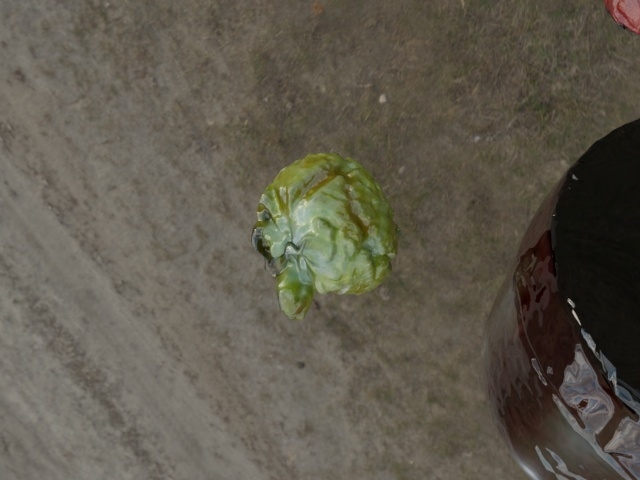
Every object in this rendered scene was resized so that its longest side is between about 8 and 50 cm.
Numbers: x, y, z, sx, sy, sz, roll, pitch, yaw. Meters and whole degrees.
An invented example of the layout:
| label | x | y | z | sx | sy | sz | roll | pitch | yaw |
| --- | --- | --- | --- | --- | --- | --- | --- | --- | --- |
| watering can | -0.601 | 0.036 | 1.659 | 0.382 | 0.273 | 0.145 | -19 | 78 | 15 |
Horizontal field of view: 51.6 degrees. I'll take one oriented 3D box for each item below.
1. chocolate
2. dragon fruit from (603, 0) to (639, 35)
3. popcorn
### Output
| label | x | y | z | sx | sy | sz | roll | pitch | yaw |
| --- | --- | --- | --- | --- | --- | --- | --- | --- | --- |
| chocolate | 0.335 | 0.118 | 0.609 | 0.383 | 0.384 | 0.331 | 14 | 144 | 10 |
| dragon fruit | 0.647 | -0.498 | 1.218 | 0.218 | 0.224 | 0.148 | 21 | 161 | 17 |
| popcorn | 0.000 | 0.000 | 0.822 | 0.198 | 0.198 | 0.212 | 39 | 109 | -9 |
